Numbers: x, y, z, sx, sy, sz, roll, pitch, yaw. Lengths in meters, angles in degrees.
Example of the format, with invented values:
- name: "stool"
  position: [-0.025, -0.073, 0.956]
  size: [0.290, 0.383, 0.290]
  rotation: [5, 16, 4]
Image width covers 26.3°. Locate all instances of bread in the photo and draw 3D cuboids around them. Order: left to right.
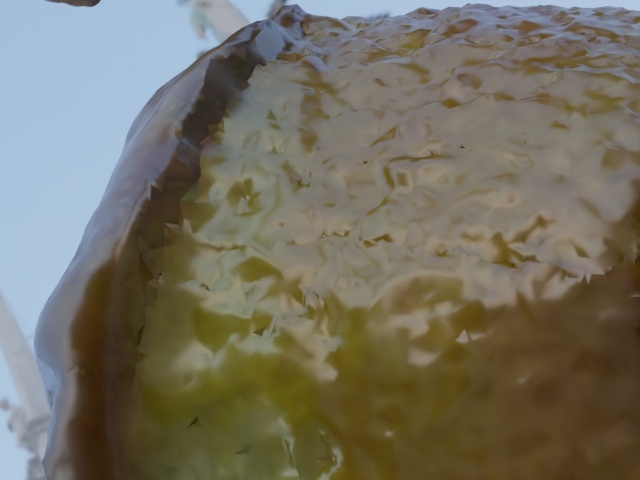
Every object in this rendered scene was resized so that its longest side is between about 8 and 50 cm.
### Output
- name: "bread"
  position: [0.059, 0.109, 0.492]
  size: [0.215, 0.398, 0.398]
  rotation: [-5, -30, 24]

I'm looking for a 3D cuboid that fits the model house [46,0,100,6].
- name: "model house"
  position: [-0.144, -0.263, 0.789]
  size: [0.237, 0.202, 0.237]
  rotation: [-12, -50, 4]

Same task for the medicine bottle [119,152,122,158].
- name: "medicine bottle"
  position: [0.000, 0.000, 0.820]
  size: [0.170, 0.293, 0.170]
  rotation: [-9, -72, -29]
